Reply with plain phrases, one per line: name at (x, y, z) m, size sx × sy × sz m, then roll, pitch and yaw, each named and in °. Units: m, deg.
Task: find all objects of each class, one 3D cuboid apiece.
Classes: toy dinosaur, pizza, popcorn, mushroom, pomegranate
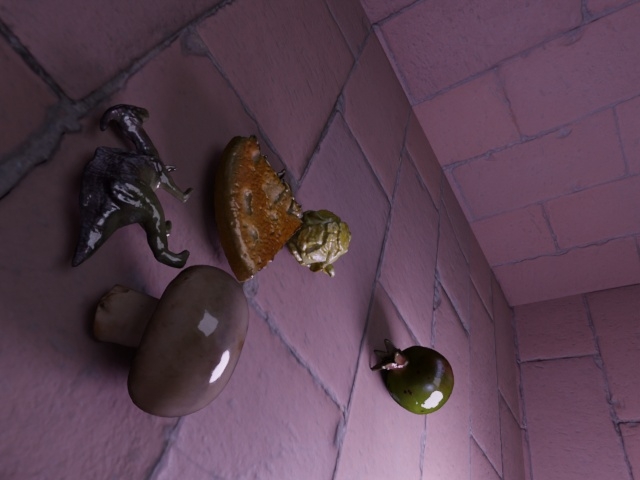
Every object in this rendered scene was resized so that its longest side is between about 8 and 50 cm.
toy dinosaur at (-0.269, -0.074, 0.666) m, size 0.162 × 0.077 × 0.294 m, roll 35°, pitch 32°, yaw -41°
pizza at (-0.120, -0.057, 0.887) m, size 0.228 × 0.081 × 0.290 m, roll 10°, pitch 67°, yaw -50°
popcorn at (0.000, 0.000, 1.008) m, size 0.141 × 0.135 × 0.163 m, roll 18°, pitch 57°, yaw -63°
mushroom at (-0.198, 0.119, 0.601) m, size 0.204 × 0.204 × 0.205 m, roll 34°, pitch 47°, yaw -47°
pomegranate at (0.240, 0.350, 1.197) m, size 0.224 × 0.181 × 0.182 m, roll 40°, pitch 41°, yaw -21°
